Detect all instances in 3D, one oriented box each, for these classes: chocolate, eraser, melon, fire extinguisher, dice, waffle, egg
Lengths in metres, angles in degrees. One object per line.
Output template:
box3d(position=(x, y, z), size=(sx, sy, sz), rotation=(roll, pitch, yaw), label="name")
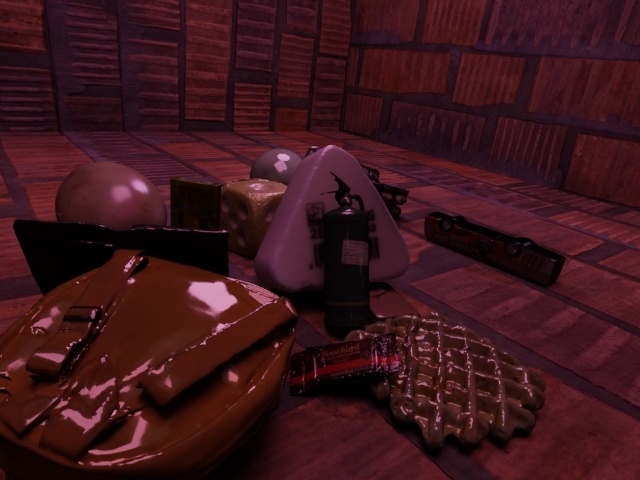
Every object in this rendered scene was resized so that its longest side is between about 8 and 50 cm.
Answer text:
box3d(position=(0.037, 0.194, 0.694), size=(0.183, 0.028, 0.086), rotation=(-13, 35, 6), label="chocolate")
box3d(position=(0.000, 0.000, 0.965), size=(0.332, 0.330, 0.150), rotation=(-2, 1, -21), label="eraser")
box3d(position=(-0.483, -0.066, 1.020), size=(0.223, 0.222, 0.317), rotation=(-13, 29, -40), label="melon")
box3d(position=(0.050, 0.016, 0.862), size=(0.118, 0.293, 0.093), rotation=(1, -2, -38), label="fire extinguisher")
box3d(position=(-0.169, -0.064, 1.176), size=(0.169, 0.169, 0.166), rotation=(23, 26, 36), label="dice")
box3d(position=(0.205, 0.211, 0.741), size=(0.292, 0.056, 0.309), rotation=(-6, 23, -27), label="waffle")
box3d(position=(-0.143, -0.217, 1.524), size=(0.203, 0.202, 0.282), rotation=(4, 24, -7), label="egg")

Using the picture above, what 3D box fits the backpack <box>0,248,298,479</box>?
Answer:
box3d(position=(-0.220, 0.158, 0.556), size=(0.354, 0.200, 0.378), rotation=(15, 21, 17), label="backpack")

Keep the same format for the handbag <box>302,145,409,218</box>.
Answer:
box3d(position=(0.115, -0.204, 1.599), size=(0.327, 0.162, 0.325), rotation=(14, 21, -24), label="handbag")

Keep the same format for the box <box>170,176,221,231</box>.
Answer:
box3d(position=(-0.305, -0.051, 1.071), size=(0.122, 0.192, 0.030), rotation=(10, 19, 10), label="box")

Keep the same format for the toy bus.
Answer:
box3d(position=(0.488, 0.009, 1.284), size=(0.093, 0.092, 0.409), rotation=(-10, 27, -41), label="toy bus")

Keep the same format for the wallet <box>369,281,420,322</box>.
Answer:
box3d(position=(0.133, 0.131, 0.950), size=(0.118, 0.038, 0.152), rotation=(0, 24, -22), label="wallet")

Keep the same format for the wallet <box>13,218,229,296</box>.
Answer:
box3d(position=(-0.318, 0.059, 0.745), size=(0.323, 0.247, 0.041), rotation=(3, 47, -9), label="wallet")
